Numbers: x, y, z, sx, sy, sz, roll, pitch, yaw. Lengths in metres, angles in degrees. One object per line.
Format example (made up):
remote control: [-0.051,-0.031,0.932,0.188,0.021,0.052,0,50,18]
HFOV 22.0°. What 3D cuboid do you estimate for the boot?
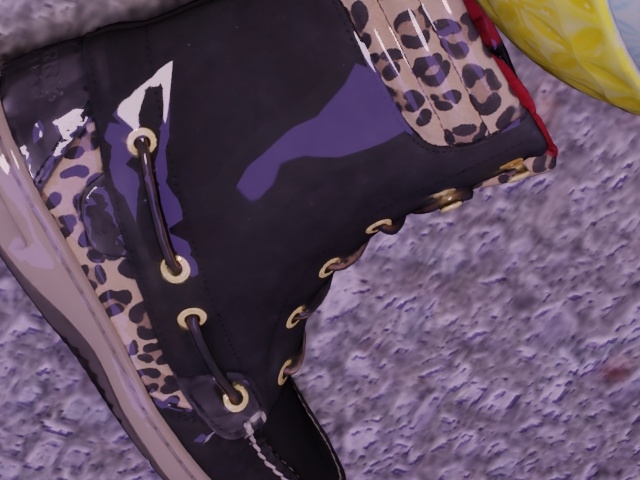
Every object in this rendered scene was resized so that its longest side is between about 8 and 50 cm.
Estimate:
boot: [0.000,0.000,0.937,0.284,0.138,0.377,-27,121,10]

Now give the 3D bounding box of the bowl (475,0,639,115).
bowl: [0.125,-0.204,0.766,0.156,0.289,0.289,12,139,37]
